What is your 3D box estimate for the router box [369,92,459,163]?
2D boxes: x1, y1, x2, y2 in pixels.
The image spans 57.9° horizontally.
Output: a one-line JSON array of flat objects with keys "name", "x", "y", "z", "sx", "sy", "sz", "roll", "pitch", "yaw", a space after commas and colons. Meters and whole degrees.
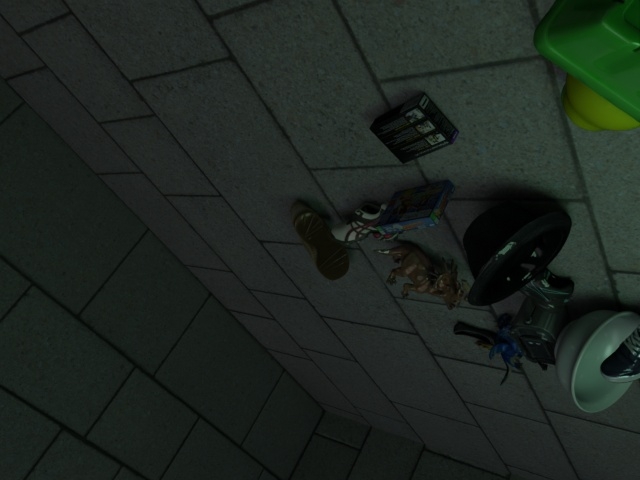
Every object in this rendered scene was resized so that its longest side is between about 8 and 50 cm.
[{"name": "router box", "x": 0.222, "y": -0.265, "z": 1.393, "sx": 0.133, "sy": 0.046, "sz": 0.179, "roll": 43, "pitch": 151, "yaw": -20}]

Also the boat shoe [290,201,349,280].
[{"name": "boat shoe", "x": 0.000, "y": 0.000, "z": 2.003, "sx": 0.341, "sy": 0.121, "sz": 0.110, "roll": 61, "pitch": 178, "yaw": -39}]

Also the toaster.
[{"name": "toaster", "x": 0.660, "y": 0.266, "z": 1.705, "sx": 0.129, "sy": 0.146, "sz": 0.227, "roll": 1, "pitch": 139, "yaw": 46}]

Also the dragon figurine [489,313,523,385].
[{"name": "dragon figurine", "x": 0.616, "y": 0.361, "z": 1.934, "sx": 0.144, "sy": 0.085, "sz": 0.289, "roll": 23, "pitch": 137, "yaw": 11}]

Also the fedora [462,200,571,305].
[{"name": "fedora", "x": 0.459, "y": 0.014, "z": 1.448, "sx": 0.152, "sy": 0.334, "sz": 0.334, "roll": 56, "pitch": 165, "yaw": 30}]

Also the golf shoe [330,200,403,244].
[{"name": "golf shoe", "x": 0.134, "y": -0.060, "z": 1.787, "sx": 0.272, "sy": 0.105, "sz": 0.120, "roll": -5, "pitch": 119, "yaw": 41}]

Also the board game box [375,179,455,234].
[{"name": "board game box", "x": 0.252, "y": -0.087, "z": 1.556, "sx": 0.035, "sy": 0.136, "sz": 0.201, "roll": 45, "pitch": 150, "yaw": -24}]

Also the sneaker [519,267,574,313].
[{"name": "sneaker", "x": 0.571, "y": 0.099, "z": 1.609, "sx": 0.267, "sy": 0.101, "sz": 0.106, "roll": 25, "pitch": 133, "yaw": 9}]

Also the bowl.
[{"name": "bowl", "x": 0.744, "y": 0.307, "z": 1.591, "sx": 0.298, "sy": 0.298, "sz": 0.134, "roll": 52, "pitch": 169, "yaw": -33}]

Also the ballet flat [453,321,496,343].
[{"name": "ballet flat", "x": 0.553, "y": 0.337, "z": 2.033, "sx": 0.173, "sy": 0.049, "sz": 0.057, "roll": 17, "pitch": 148, "yaw": 23}]

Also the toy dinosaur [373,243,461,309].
[{"name": "toy dinosaur", "x": 0.316, "y": 0.088, "z": 1.806, "sx": 0.295, "sy": 0.127, "sz": 0.200, "roll": 44, "pitch": 145, "yaw": 2}]

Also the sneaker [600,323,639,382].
[{"name": "sneaker", "x": 0.814, "y": 0.236, "z": 1.437, "sx": 0.282, "sy": 0.099, "sz": 0.153, "roll": -31, "pitch": 120, "yaw": 10}]

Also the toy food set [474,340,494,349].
[{"name": "toy food set", "x": 0.590, "y": 0.375, "z": 2.058, "sx": 0.083, "sy": 0.020, "sz": 0.082, "roll": 14, "pitch": 175, "yaw": 30}]

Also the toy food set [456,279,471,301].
[{"name": "toy food set", "x": 0.460, "y": 0.170, "z": 1.888, "sx": 0.078, "sy": 0.019, "sz": 0.122, "roll": 4, "pitch": 141, "yaw": 42}]

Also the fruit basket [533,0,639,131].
[{"name": "fruit basket", "x": 0.525, "y": -0.293, "z": 0.897, "sx": 0.392, "sy": 0.283, "sz": 0.392, "roll": 32, "pitch": -164, "yaw": -10}]
